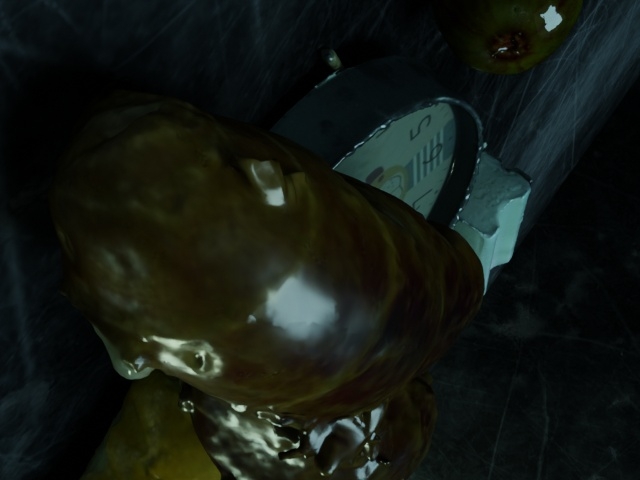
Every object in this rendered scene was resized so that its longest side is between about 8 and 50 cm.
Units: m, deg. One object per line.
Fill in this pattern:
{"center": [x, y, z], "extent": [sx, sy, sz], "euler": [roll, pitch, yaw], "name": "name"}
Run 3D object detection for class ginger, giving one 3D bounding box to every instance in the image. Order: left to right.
{"center": [-0.025, 0.062, 0.639], "extent": [0.254, 0.176, 0.418], "euler": [-63, 152, -3], "name": "ginger"}

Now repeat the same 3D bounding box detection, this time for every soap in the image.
{"center": [0.148, -0.029, 1.188], "extent": [0.094, 0.150, 0.261], "euler": [-56, 165, -12], "name": "soap"}

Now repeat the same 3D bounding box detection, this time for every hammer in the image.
{"center": [0.020, -0.114, 0.857], "extent": [0.060, 0.028, 0.195], "euler": [-49, 163, 2], "name": "hammer"}

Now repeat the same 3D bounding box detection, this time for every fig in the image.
{"center": [0.168, -0.248, 0.899], "extent": [0.124, 0.124, 0.236], "euler": [101, 4, -57], "name": "fig"}

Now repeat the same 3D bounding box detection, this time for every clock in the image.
{"center": [0.018, -0.009, 0.877], "extent": [0.313, 0.061, 0.312], "euler": [-38, 153, -24], "name": "clock"}

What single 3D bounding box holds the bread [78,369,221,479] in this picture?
{"center": [-0.145, 0.295, 0.872], "extent": [0.237, 0.165, 0.375], "euler": [27, 95, -42], "name": "bread"}
